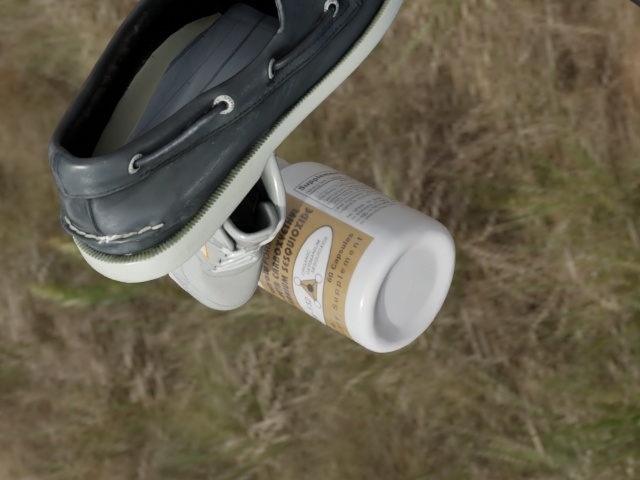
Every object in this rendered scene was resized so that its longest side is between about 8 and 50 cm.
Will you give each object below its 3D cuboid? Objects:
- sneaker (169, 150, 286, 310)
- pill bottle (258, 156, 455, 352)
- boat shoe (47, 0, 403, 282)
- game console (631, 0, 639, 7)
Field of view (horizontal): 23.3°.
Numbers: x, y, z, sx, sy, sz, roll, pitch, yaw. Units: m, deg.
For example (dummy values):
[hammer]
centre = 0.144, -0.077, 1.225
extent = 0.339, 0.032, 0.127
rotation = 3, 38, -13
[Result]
[sneaker]
centre = -0.078, -0.015, 1.279
extent = 0.121, 0.099, 0.262
rotation = 52, 158, 36
[pill bottle]
centre = 0.000, 0.000, 1.440
extent = 0.229, 0.131, 0.131
rotation = 28, 123, 35
[boat shoe]
centre = -0.053, -0.139, 0.934
extent = 0.127, 0.340, 0.113
rotation = 25, 159, 35
[game console]
centre = 0.252, -0.110, 0.949
extent = 0.293, 0.173, 0.250
rotation = 165, 106, -77
